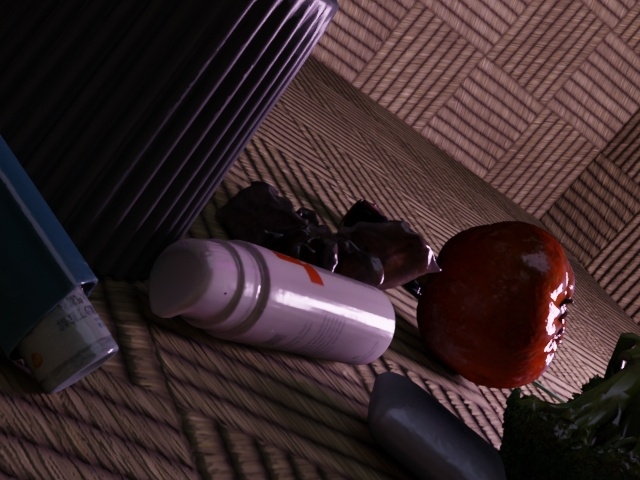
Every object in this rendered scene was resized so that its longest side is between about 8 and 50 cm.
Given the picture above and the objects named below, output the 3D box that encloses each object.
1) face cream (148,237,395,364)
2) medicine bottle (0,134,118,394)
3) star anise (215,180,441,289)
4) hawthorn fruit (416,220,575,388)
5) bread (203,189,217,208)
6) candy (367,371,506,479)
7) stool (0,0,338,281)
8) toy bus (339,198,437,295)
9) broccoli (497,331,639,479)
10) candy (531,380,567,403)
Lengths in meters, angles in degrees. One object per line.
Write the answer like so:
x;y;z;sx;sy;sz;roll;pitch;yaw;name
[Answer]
-0.044;0.064;1.147;0.102;0.102;0.345;49;14;31;face cream
-0.254;-0.001;0.809;0.258;0.124;0.079;53;11;4;medicine bottle
-0.004;-0.001;1.382;0.257;0.111;0.198;18;8;35;star anise
0.225;0.082;1.593;0.271;0.242;0.242;11;3;22;hawthorn fruit
-0.179;-0.091;1.415;0.094;0.035;0.090;35;14;-19;bread
0.122;0.217;1.164;0.174;0.071;0.138;40;13;-4;candy
-0.177;-0.177;1.067;0.297;0.330;0.297;38;14;-11;stool
0.140;0.026;1.840;0.235;0.073;0.096;43;5;9;toy bus
0.353;0.248;1.308;0.307;0.275;0.308;17;1;0;broccoli
0.426;0.282;1.849;0.202;0.061;0.061;33;13;7;candy
